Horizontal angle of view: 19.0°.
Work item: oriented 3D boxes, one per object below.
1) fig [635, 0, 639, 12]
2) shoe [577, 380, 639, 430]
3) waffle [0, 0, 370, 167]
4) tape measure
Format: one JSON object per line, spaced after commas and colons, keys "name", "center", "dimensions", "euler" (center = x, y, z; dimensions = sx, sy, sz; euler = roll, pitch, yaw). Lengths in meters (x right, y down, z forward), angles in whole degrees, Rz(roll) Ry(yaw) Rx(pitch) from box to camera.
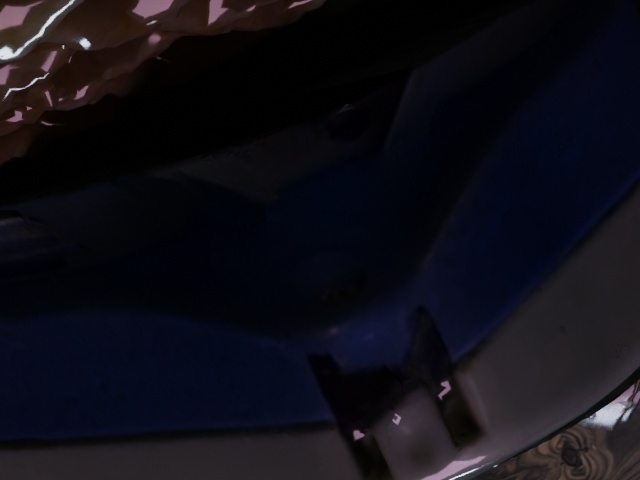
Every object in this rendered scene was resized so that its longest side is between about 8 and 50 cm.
{"name": "fig", "center": [0.093, -0.070, 0.932], "dimensions": [0.149, 0.149, 0.245], "euler": [-25, -165, -5]}
{"name": "shoe", "center": [0.164, 0.004, 1.670], "dimensions": [0.384, 0.237, 0.171], "euler": [-81, -172, -56]}
{"name": "waffle", "center": [-0.069, -0.059, 0.468], "dimensions": [0.292, 0.056, 0.309], "euler": [-25, 177, -17]}
{"name": "tape measure", "center": [-0.001, 0.002, 0.664], "dimensions": [0.259, 0.138, 0.262], "euler": [-6, -161, 45]}
